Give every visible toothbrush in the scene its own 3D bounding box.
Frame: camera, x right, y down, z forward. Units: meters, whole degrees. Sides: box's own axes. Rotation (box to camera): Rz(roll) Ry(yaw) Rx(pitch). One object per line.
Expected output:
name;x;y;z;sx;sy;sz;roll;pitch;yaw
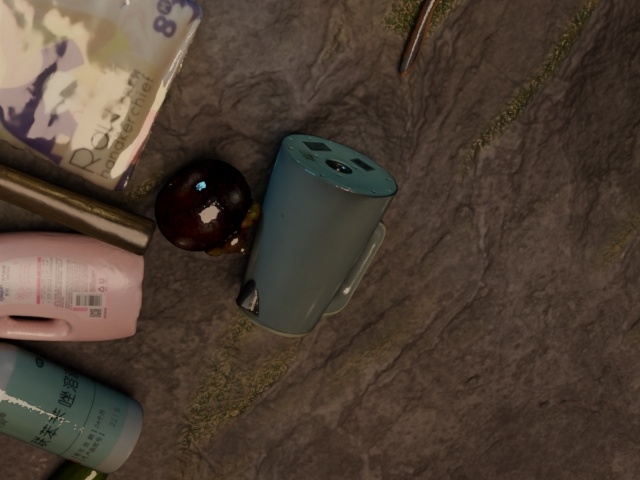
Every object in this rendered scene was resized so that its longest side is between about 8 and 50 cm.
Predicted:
toothbrush;0.169;-0.359;1.210;0.031;0.023;0.321;16;108;-16

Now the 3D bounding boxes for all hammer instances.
hammer;-0.405;-0.082;1.119;0.440;0.044;0.168;22;107;-16

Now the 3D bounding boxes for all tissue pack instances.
tissue pack;-0.328;-0.226;1.046;0.344;0.125;0.242;24;94;-26

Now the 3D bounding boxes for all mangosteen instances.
mangosteen;-0.138;-0.034;1.207;0.140;0.140;0.140;-7;116;-14

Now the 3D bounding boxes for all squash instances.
squash;-0.390;0.403;1.372;0.069;0.069;0.258;30;102;-27

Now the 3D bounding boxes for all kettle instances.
kettle;0.000;0.000;1.276;0.211;0.160;0.243;-6;127;-47

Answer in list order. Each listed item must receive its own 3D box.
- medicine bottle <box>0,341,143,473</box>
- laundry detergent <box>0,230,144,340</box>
medicine bottle;-0.406;0.195;1.241;0.352;0.110;0.110;32;102;-27
laundry detergent;-0.397;0.059;1.196;0.335;0.088;0.159;2;118;-17
